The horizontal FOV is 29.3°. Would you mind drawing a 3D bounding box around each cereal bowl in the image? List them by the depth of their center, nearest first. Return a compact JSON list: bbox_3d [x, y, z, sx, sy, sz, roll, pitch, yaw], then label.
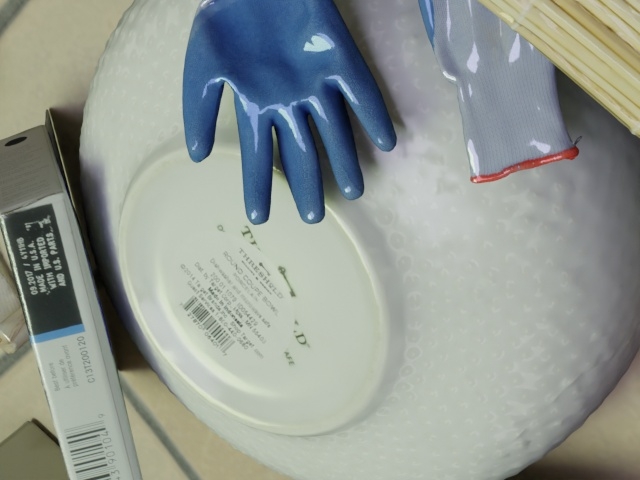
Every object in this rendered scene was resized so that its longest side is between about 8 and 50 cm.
[{"bbox_3d":[0.000,0.000,0.648,0.339,0.141,0.339,15,121,26],"label":"cereal bowl"}]

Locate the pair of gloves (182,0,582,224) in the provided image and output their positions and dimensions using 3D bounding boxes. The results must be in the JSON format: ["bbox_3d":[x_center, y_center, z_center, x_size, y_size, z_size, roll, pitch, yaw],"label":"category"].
[{"bbox_3d":[0.029,-0.094,0.526,0.198,0.023,0.159,-11,91,12],"label":"pair of gloves"}]

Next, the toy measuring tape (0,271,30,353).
[{"bbox_3d":[-0.266,-0.067,0.817,0.121,0.121,0.330,-16,113,38],"label":"toy measuring tape"}]

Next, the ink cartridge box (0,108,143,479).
[{"bbox_3d":[-0.156,0.041,0.753,0.208,0.045,0.206,-127,24,-67],"label":"ink cartridge box"}]

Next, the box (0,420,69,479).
[{"bbox_3d":[-0.277,0.257,0.879,0.113,0.275,0.094,42,130,9],"label":"box"}]

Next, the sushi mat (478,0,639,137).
[{"bbox_3d":[0.222,-0.048,0.465,0.316,0.019,0.151,40,120,-1],"label":"sushi mat"}]
